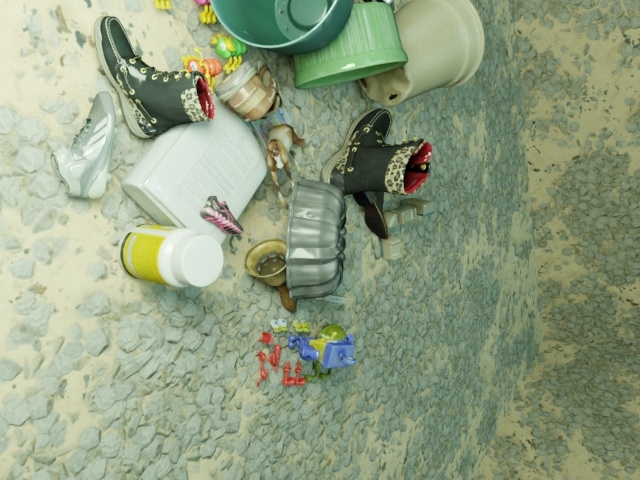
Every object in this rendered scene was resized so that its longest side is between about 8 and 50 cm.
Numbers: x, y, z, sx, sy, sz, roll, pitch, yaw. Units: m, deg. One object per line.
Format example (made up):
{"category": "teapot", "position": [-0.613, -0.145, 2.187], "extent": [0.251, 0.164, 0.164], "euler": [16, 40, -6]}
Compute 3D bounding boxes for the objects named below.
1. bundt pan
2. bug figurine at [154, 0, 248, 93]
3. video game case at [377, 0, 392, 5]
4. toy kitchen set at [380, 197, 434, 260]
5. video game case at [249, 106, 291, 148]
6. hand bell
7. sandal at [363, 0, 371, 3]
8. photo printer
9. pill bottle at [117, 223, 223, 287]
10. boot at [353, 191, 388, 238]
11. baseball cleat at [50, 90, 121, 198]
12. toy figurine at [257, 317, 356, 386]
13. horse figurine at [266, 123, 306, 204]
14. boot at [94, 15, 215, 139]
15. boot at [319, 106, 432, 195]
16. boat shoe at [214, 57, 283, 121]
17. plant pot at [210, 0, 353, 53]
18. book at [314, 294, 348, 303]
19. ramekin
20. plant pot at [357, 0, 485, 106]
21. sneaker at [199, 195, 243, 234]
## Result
{"category": "bundt pan", "position": [0.000, 0.000, 1.391], "extent": [0.331, 0.124, 0.331], "euler": [4, 90, -82]}
{"category": "bug figurine", "position": [-0.251, -0.451, 1.119], "extent": [0.216, 0.072, 0.279], "euler": [-36, 102, -51]}
{"category": "video game case", "position": [0.123, -0.719, 1.481], "extent": [0.212, 0.023, 0.193], "euler": [45, 17, -4]}
{"category": "toy kitchen set", "position": [0.291, -0.042, 1.900], "extent": [0.207, 0.122, 0.166], "euler": [-19, 111, -27]}
{"category": "video game case", "position": [-0.128, -0.309, 1.399], "extent": [0.122, 0.011, 0.087], "euler": [-55, 133, -31]}
{"category": "hand bell", "position": [-0.105, 0.118, 1.437], "extent": [0.126, 0.126, 0.242], "euler": [-57, 147, -30]}
{"category": "sandal", "position": [-0.015, -0.706, 1.398], "extent": [0.107, 0.167, 0.445], "euler": [-48, 155, 24]}
{"category": "photo printer", "position": [-0.255, -0.155, 1.185], "extent": [0.256, 0.107, 0.308], "euler": [52, 55, -40]}
{"category": "pill bottle", "position": [-0.299, 0.031, 1.074], "extent": [0.119, 0.208, 0.119], "euler": [-9, 102, -50]}
{"category": "boot", "position": [0.191, -0.112, 1.765], "extent": [0.106, 0.082, 0.219], "euler": [-51, 129, -31]}
{"category": "baseball cleat", "position": [-0.434, -0.182, 0.992], "extent": [0.109, 0.072, 0.206], "euler": [5, 86, -42]}
{"category": "toy figurine", "position": [0.021, 0.334, 1.505], "extent": [0.362, 0.217, 0.191], "euler": [15, 83, -50]}
{"category": "horse figurine", "position": [-0.093, -0.220, 1.355], "extent": [0.263, 0.066, 0.174], "euler": [-81, 159, -50]}
{"category": "boot", "position": [-0.311, -0.320, 1.027], "extent": [0.085, 0.178, 0.236], "euler": [-61, 141, -57]}
{"category": "boot", "position": [0.195, -0.262, 1.587], "extent": [0.377, 0.284, 0.138], "euler": [-52, 132, -32]}
{"category": "boat shoe", "position": [-0.145, -0.321, 1.195], "extent": [0.116, 0.123, 0.324], "euler": [47, 18, -13]}
{"category": "plant pot", "position": [-0.059, -0.537, 1.155], "extent": [0.235, 0.293, 0.293], "euler": [-20, 112, -73]}
{"category": "book", "position": [-0.001, 0.163, 1.551], "extent": [0.144, 0.096, 0.035], "euler": [17, 81, -51]}
{"category": "ramekin", "position": [0.065, -0.502, 1.395], "extent": [0.303, 0.303, 0.148], "euler": [-24, 106, -47]}
{"category": "plant pot", "position": [0.278, -0.574, 1.660], "extent": [0.305, 0.333, 0.334], "euler": [-38, 123, -29]}
{"category": "sneaker", "position": [-0.203, -0.055, 1.146], "extent": [0.119, 0.047, 0.057], "euler": [42, 51, -47]}
